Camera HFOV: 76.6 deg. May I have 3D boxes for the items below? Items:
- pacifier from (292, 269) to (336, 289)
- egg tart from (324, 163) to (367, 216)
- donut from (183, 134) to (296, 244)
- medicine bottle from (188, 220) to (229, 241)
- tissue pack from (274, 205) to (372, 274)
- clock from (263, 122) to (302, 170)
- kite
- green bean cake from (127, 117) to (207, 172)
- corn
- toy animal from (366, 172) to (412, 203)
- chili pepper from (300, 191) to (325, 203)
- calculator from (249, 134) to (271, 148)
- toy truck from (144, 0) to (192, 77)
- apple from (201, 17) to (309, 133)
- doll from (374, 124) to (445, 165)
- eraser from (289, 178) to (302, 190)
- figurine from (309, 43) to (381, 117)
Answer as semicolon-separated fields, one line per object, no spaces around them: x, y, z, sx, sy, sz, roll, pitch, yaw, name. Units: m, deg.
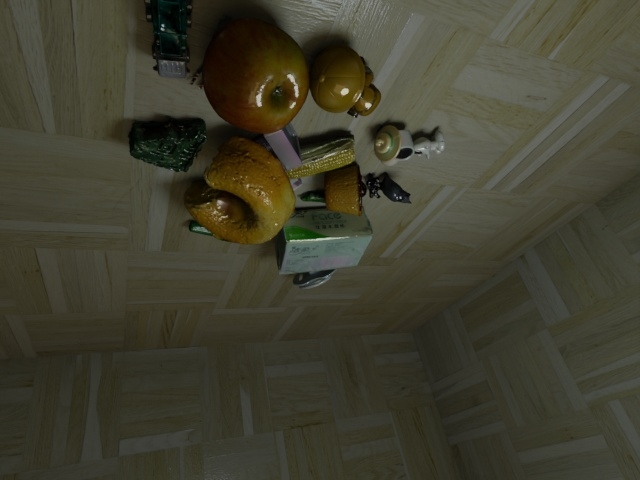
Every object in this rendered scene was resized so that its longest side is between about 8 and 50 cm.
-0.044;0.146;2.213;0.279;0.227;0.207;-21;108;11;pacifier
0.105;-0.198;1.658;0.171;0.215;0.215;-4;149;5;egg tart
-0.283;-0.139;1.463;0.378;0.163;0.435;32;140;-16;donut
-0.458;-0.040;1.818;0.261;0.064;0.095;13;140;-35;medicine bottle
0.000;0.000;1.924;0.405;0.205;0.331;-4;147;-15;tissue pack
-0.129;-0.351;1.358;0.063;0.150;0.197;-17;149;12;clock
-0.278;-0.519;1.157;0.141;0.015;0.245;21;131;-42;kite
-0.494;-0.325;1.304;0.209;0.107;0.193;15;140;-36;green bean cake
-0.014;-0.313;1.508;0.306;0.122;0.123;-15;132;-2;corn
0.307;-0.220;1.730;0.210;0.117;0.121;23;154;26;toy animal
0.020;-0.184;1.780;0.227;0.059;0.088;-2;152;-14;chili pepper
-0.224;-0.343;1.461;0.141;0.019;0.094;-22;151;13;calculator
-0.380;-0.516;1.023;0.110;0.116;0.216;-2;147;-19;toy truck
-0.172;-0.422;1.084;0.302;0.301;0.301;-10;149;-6;apple
0.338;-0.373;1.542;0.272;0.143;0.208;-13;170;6;doll
-0.128;-0.244;1.651;0.065;0.026;0.105;-33;143;25;eraser
0.082;-0.471;1.235;0.257;0.167;0.192;12;127;-40;figurine
